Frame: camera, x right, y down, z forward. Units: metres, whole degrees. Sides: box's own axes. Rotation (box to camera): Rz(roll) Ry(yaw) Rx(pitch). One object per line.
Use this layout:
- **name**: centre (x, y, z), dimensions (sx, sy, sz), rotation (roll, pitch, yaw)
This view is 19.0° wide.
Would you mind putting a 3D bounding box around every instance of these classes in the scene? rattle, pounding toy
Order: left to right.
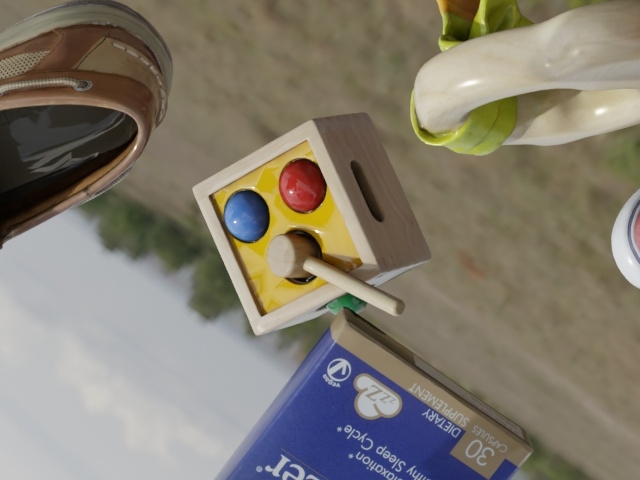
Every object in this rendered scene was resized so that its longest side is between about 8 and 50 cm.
- **pounding toy**: centre (0.000, 0.000, 1.252), dimensions (0.100, 0.130, 0.141), rotation (-13, -103, -57)
- **rattle**: centre (0.121, -0.116, 0.831), dimensions (0.130, 0.142, 0.200), rotation (16, 160, -19)

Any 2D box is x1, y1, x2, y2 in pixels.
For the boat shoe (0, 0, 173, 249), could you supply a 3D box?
- **boat shoe**: centre (-0.240, -0.038, 1.152), dimensions (0.123, 0.324, 0.116), rotation (56, -168, -31)

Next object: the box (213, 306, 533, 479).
- **box**: centre (0.002, 0.166, 1.109), dimensions (0.136, 0.225, 0.036), rotation (35, -168, -12)

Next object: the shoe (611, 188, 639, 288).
- **shoe**: centre (0.239, -0.028, 1.015), dimensions (0.081, 0.178, 0.063), rotation (-36, 78, 57)
